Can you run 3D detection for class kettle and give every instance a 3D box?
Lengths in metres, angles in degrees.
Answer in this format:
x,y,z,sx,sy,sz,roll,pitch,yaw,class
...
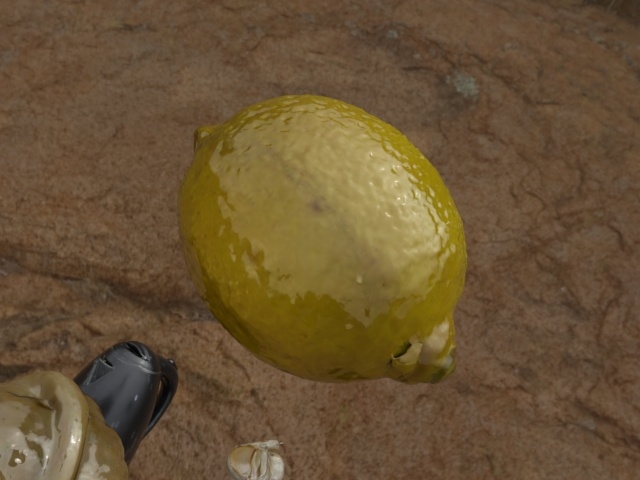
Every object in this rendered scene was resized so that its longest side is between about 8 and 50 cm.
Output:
x,y,z,sx,sy,sz,roll,pitch,yaw,class
-0.445,0.365,1.287,0.207,0.268,0.290,25,81,33,kettle

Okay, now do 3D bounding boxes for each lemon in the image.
x,y,z,sx,sy,sz,roll,pitch,yaw,class
0.000,0.000,0.417,0.188,0.188,0.256,-33,72,-35,lemon

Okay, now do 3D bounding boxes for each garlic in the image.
x,y,z,sx,sy,sz,roll,pitch,yaw,class
-0.119,0.417,1.056,0.113,0.074,0.094,15,37,-15,garlic

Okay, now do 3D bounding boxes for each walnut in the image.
x,y,z,sx,sy,sz,roll,pitch,yaw,class
-0.382,0.300,0.713,0.296,0.285,0.285,42,40,-36,walnut
